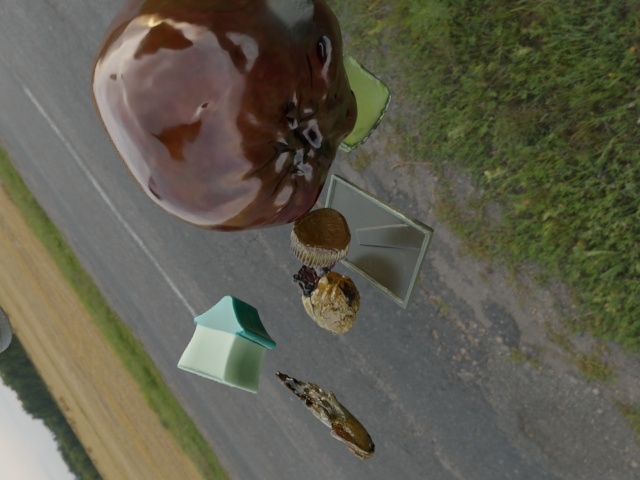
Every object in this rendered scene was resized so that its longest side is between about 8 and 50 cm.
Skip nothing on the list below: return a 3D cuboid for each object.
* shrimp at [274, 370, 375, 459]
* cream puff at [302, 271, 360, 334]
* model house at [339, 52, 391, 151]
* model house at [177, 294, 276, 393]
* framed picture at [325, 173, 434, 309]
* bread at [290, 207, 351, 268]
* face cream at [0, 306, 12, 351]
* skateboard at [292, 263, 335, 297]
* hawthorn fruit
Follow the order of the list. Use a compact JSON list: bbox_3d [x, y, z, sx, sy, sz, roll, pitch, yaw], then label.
[{"bbox_3d":[0.012,0.347,1.098,0.262,0.066,0.117,36,172,10],"label":"shrimp"},{"bbox_3d":[0.030,0.129,1.105,0.104,0.119,0.132,-25,71,27],"label":"cream puff"},{"bbox_3d":[0.035,-0.321,1.328,0.170,0.193,0.211,30,169,-23],"label":"model house"},{"bbox_3d":[-0.159,0.180,0.943,0.127,0.148,0.100,6,161,36],"label":"model house"},{"bbox_3d":[0.098,-0.001,1.070,0.260,0.023,0.188,34,129,32],"label":"framed picture"},{"bbox_3d":[0.000,0.000,0.724,0.085,0.085,0.053,44,149,23],"label":"bread"},{"bbox_3d":[-0.561,0.148,0.831,0.117,0.104,0.117,6,108,20],"label":"face cream"},{"bbox_3d":[-0.006,0.049,0.985,0.067,0.080,0.151,46,151,12],"label":"skateboard"},{"bbox_3d":[-0.115,-0.172,0.639,0.324,0.309,0.308,55,153,39],"label":"hawthorn fruit"}]
